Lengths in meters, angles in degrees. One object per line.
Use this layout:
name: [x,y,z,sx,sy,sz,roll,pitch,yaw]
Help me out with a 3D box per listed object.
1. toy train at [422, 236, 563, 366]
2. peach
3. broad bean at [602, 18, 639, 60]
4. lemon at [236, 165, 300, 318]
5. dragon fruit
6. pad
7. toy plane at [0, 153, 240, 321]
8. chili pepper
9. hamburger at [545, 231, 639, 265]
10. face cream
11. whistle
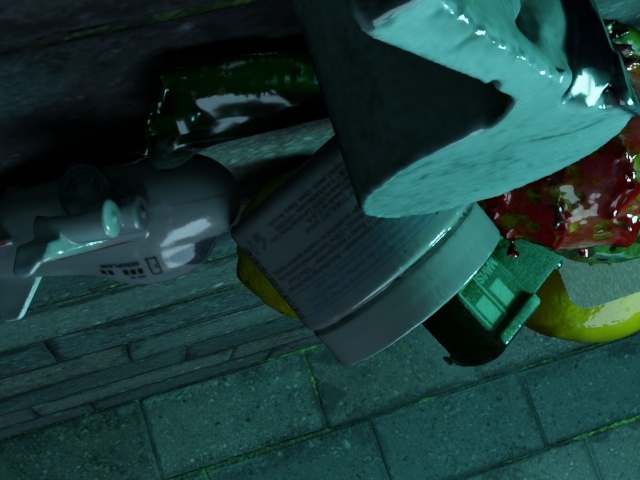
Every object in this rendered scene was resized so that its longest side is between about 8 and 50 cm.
toy train: [0.206,0.005,1.181,0.330,0.178,0.138,-44,-178,-31]
peach: [0.428,0.006,1.487,0.289,0.289,0.307,-6,129,-46]
broad bean: [0.364,-0.161,0.951,0.039,0.227,0.069,-62,-169,21]
lemon: [0.001,-0.002,1.068,0.181,0.180,0.193,-7,142,-42]
dragon fruit: [0.234,-0.087,0.878,0.268,0.205,0.210,13,-157,21]
pad: [0.390,-0.040,1.320,0.176,0.266,0.002,-20,-161,10]
toy plane: [-0.188,-0.010,0.834,0.252,0.118,0.252,-15,-176,1]
chili pepper: [-0.041,-0.116,0.752,0.216,0.062,0.108,-18,168,-10]
hamburger: [0.343,-0.086,1.052,0.288,0.192,0.167,-15,146,-8]
face cream: [0.035,-0.009,0.806,0.177,0.153,0.177,-40,-176,3]
whistle: [0.087,-0.137,0.581,0.188,0.168,0.405,-17,168,0]
